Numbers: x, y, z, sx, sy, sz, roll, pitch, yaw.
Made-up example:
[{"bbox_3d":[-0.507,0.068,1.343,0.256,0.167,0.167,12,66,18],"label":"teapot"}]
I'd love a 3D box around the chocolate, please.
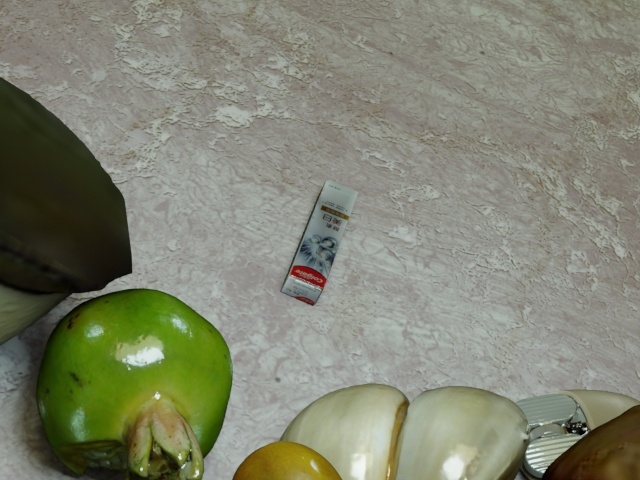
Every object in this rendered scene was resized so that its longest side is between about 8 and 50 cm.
[{"bbox_3d":[-0.425,-0.002,1.737,0.314,0.297,0.326,28,25,-33],"label":"chocolate"}]

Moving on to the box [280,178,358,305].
[{"bbox_3d":[0.000,0.000,2.087,0.055,0.039,0.218,23,43,-3],"label":"box"}]

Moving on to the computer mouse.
[{"bbox_3d":[0.364,0.265,1.950,0.236,0.082,0.145,6,46,-19],"label":"computer mouse"}]

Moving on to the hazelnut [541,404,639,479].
[{"bbox_3d":[0.453,0.378,1.704,0.421,0.353,0.421,4,81,-25],"label":"hazelnut"}]

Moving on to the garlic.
[{"bbox_3d":[0.107,0.278,1.766,0.249,0.286,0.313,58,41,-29],"label":"garlic"}]

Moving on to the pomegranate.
[{"bbox_3d":[-0.201,0.184,1.671,0.236,0.236,0.302,3,19,-20],"label":"pomegranate"}]

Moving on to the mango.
[{"bbox_3d":[-0.019,0.322,1.593,0.120,0.151,0.221,-13,64,-29],"label":"mango"}]
